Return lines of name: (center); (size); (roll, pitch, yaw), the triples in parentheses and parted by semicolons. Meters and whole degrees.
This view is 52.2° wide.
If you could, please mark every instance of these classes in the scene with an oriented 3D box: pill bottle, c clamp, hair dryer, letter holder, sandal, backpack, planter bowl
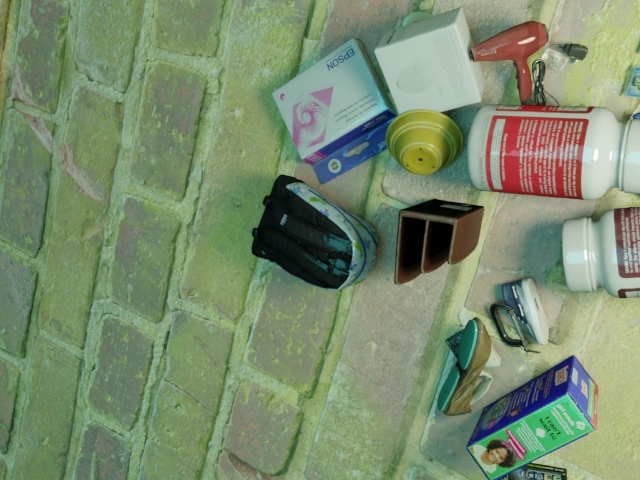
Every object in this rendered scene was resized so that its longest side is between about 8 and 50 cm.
pill bottle: (0.592, -0.220, 1.626); (0.408, 0.229, 0.228); (9, 102, 30)
pill bottle: (0.802, 0.025, 1.575); (0.393, 0.224, 0.223); (-4, 96, 27)
c clamp: (0.538, 0.243, 1.821); (0.160, 0.022, 0.137); (63, 156, -1)
hair dryer: (0.519, -0.441, 1.662); (0.294, 0.080, 0.223); (21, 108, -7)
letter holder: (0.323, 0.015, 1.772); (0.152, 0.302, 0.214); (11, 103, 25)
sandal: (0.315, -0.565, 1.809); (0.240, 0.079, 0.088); (41, 113, 16)
backpack: (0.000, 0.000, 1.984); (0.356, 0.274, 0.290); (34, 111, 42)
planter bowl: (0.281, -0.248, 1.807); (0.217, 0.090, 0.217); (10, 138, 9)

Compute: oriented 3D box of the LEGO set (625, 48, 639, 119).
LEGO set: (0.844, -0.392, 1.566); (0.182, 0.060, 0.244); (25, 104, 48)

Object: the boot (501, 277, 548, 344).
boot: (0.569, 0.201, 1.818); (0.086, 0.069, 0.189); (-16, 88, 41)

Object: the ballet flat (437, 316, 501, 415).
ballet flat: (0.441, 0.369, 1.872); (0.124, 0.116, 0.342); (10, 115, -7)

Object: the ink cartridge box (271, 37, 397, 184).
ink cartridge box: (0.050, -0.383, 1.982); (0.324, 0.071, 0.330); (-28, 84, 27)

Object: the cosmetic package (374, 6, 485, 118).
cosmetic package: (0.299, -0.468, 1.754); (0.225, 0.138, 0.224); (-9, 123, 29)

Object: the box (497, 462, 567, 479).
box: (0.610, 0.735, 1.887); (0.191, 0.045, 0.184); (2, 97, 27)

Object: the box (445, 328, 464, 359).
box: (0.419, 0.313, 1.930); (0.067, 0.018, 0.083); (-39, 80, 26)

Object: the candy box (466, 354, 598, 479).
candy box: (0.569, 0.470, 1.738); (0.317, 0.268, 0.122); (-41, 82, 26)
